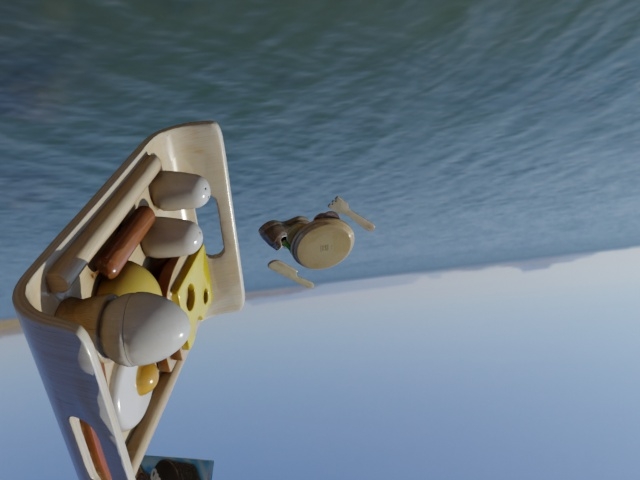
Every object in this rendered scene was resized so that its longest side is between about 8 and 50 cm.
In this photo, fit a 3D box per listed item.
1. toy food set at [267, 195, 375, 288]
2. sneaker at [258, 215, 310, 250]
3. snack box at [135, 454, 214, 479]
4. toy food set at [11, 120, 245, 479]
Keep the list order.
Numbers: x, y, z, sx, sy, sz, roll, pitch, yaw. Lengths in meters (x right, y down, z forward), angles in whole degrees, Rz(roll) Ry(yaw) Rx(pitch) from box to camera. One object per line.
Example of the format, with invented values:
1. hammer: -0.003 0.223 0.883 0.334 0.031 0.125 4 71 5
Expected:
1. toy food set: 0.000 0.000 1.179 0.192 0.038 0.132 -43 128 19
2. sneaker: -0.076 -0.010 1.501 0.066 0.071 0.188 -41 164 30
3. snack box: -0.300 0.546 1.093 0.187 0.322 0.060 8 158 -10
4. toy food set: -0.117 0.060 0.512 0.092 0.219 0.306 1 -148 8
